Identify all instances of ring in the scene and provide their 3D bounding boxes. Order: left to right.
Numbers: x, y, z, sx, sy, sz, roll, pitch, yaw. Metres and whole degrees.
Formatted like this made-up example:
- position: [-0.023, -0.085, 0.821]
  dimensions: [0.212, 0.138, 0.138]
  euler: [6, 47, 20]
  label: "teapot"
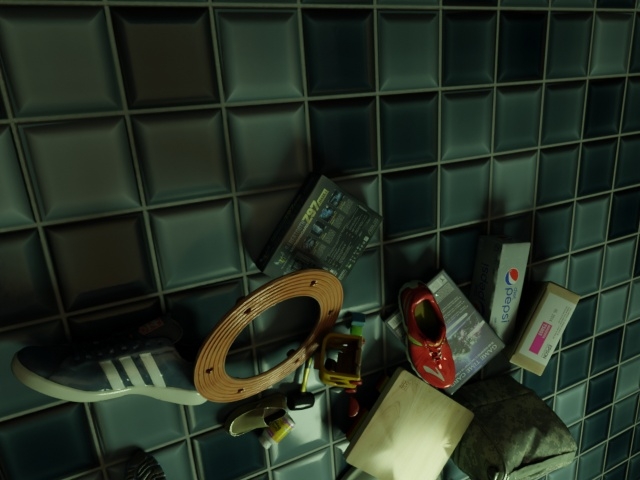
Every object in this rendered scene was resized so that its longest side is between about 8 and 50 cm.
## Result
- position: [-0.094, 0.182, 0.886]
  dimensions: [0.336, 0.032, 0.337]
  euler: [-28, 143, -24]
  label: "ring"

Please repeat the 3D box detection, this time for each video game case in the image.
- position: [0.312, 0.231, 1.144]
  dimensions: [0.196, 0.026, 0.274]
  euler: [-41, 103, 0]
  label: "video game case"

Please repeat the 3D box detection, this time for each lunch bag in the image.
- position: [0.501, 0.536, 1.250]
  dimensions: [0.304, 0.256, 0.213]
  euler: [-1, 105, -26]
  label: "lunch bag"

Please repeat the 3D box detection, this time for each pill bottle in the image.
- position: [-0.100, 0.434, 1.044]
  dimensions: [0.083, 0.043, 0.043]
  euler: [-43, 118, -10]
  label: "pill bottle"

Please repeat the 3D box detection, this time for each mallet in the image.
- position: [-0.024, 0.300, 1.053]
  dimensions: [0.062, 0.039, 0.190]
  euler: [16, 91, -38]
  label: "mallet"

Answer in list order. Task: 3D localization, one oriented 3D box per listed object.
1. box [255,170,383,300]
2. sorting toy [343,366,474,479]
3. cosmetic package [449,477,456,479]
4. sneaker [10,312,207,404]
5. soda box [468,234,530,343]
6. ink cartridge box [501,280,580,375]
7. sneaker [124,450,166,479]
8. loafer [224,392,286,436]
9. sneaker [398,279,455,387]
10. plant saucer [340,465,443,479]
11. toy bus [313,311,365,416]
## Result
- position: [0.000, 0.000, 0.963]
  dimensions: [0.183, 0.059, 0.233]
  euler: [31, 90, -30]
  label: "box"
- position: [0.215, 0.478, 1.164]
  dimensions: [0.255, 0.089, 0.257]
  euler: [35, 86, -17]
  label: "sorting toy"
- position: [0.360, 0.782, 1.243]
  dimensions: [0.238, 0.107, 0.127]
  euler: [-19, 123, -63]
  label: "cosmetic package"
- position: [-0.337, 0.195, 0.817]
  dimensions: [0.350, 0.131, 0.148]
  euler: [18, 98, -39]
  label: "sneaker"
- position: [0.464, 0.131, 1.211]
  dimensions: [0.098, 0.091, 0.287]
  euler: [-2, 105, -23]
  label: "soda box"
- position: [0.591, 0.231, 1.246]
  dimensions: [0.088, 0.193, 0.235]
  euler: [27, 93, 14]
  label: "ink cartridge box"
- position: [-0.349, 0.536, 0.932]
  dimensions: [0.083, 0.087, 0.221]
  euler: [-15, 93, -32]
  label: "sneaker"
- position: [-0.139, 0.387, 1.008]
  dimensions: [0.148, 0.050, 0.056]
  euler: [-23, 112, -20]
  label: "loafer"
- position: [0.250, 0.231, 1.062]
  dimensions: [0.107, 0.118, 0.279]
  euler: [-21, 100, -3]
  label: "sneaker"
- position: [0.199, 0.752, 1.252]
  dimensions: [0.400, 0.100, 0.401]
  euler: [-7, 107, -24]
  label: "plant saucer"
- position: [0.038, 0.273, 1.014]
  dimensions: [0.104, 0.191, 0.202]
  euler: [7, 107, 1]
  label: "toy bus"
